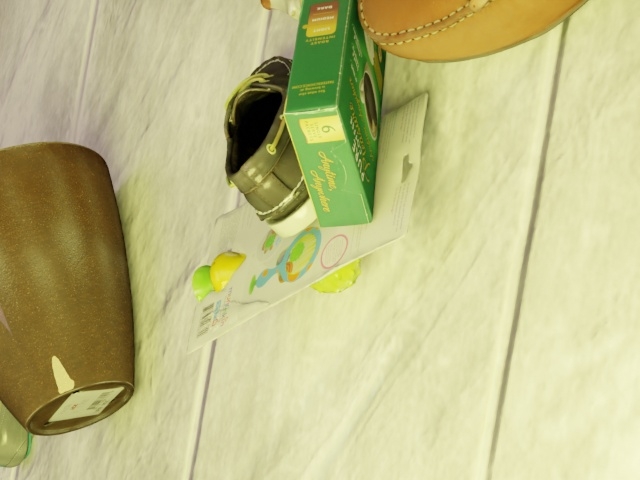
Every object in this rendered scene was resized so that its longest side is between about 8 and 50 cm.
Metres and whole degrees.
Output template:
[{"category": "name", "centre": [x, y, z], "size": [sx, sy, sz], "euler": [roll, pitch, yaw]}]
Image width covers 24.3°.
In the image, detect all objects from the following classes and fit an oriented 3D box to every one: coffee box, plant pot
[{"category": "coffee box", "centre": [0.013, -0.112, 1.042], "size": [0.113, 0.040, 0.184], "euler": [72, -162, -46]}, {"category": "plant pot", "centre": [-0.265, 0.060, 1.422], "size": [0.215, 0.215, 0.230], "euler": [-47, 60, 42]}]

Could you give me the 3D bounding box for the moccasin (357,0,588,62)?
[{"category": "moccasin", "centre": [0.135, -0.215, 0.880], "size": [0.380, 0.147, 0.139], "euler": [-22, 63, 54]}]

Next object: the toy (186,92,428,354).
[{"category": "toy", "centre": [0.000, 0.000, 1.109], "size": [0.237, 0.056, 0.137], "euler": [-26, 39, 37]}]

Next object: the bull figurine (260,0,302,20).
[{"category": "bull figurine", "centre": [-0.022, -0.335, 1.209], "size": [0.188, 0.101, 0.310], "euler": [49, 122, 49]}]

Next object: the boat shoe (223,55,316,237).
[{"category": "boat shoe", "centre": [-0.036, -0.091, 1.139], "size": [0.081, 0.068, 0.228], "euler": [-40, 27, 17]}]

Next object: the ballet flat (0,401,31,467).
[{"category": "ballet flat", "centre": [-0.355, 0.143, 1.639], "size": [0.072, 0.068, 0.213], "euler": [-32, 55, 50]}]
